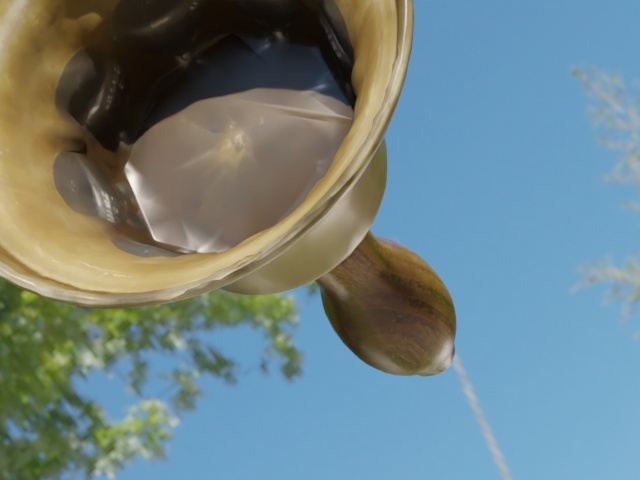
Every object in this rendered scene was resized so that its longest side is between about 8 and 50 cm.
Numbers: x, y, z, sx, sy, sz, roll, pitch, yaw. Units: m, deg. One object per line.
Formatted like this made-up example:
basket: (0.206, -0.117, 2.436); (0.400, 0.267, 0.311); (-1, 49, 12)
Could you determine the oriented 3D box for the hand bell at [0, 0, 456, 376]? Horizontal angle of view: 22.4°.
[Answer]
hand bell: (0.000, 0.000, 0.479); (0.126, 0.126, 0.242); (-42, -29, 0)
